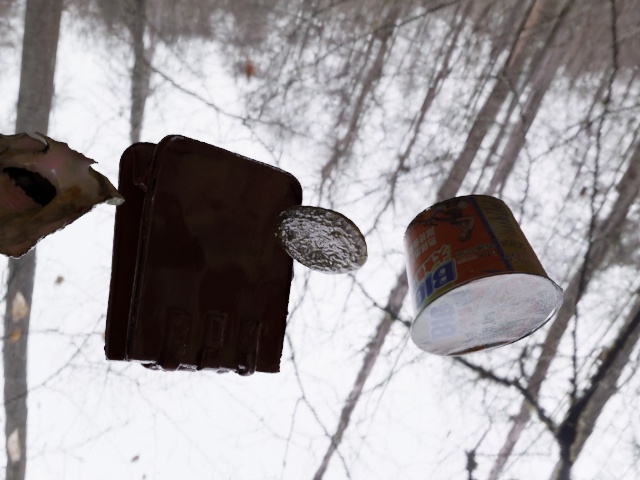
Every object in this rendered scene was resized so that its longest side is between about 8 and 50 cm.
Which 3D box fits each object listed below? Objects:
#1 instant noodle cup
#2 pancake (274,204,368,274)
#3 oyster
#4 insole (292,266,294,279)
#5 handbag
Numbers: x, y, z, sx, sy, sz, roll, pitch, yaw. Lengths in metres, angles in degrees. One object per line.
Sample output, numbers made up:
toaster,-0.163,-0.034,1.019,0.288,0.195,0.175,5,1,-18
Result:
instant noodle cup,0.288,0.061,1.592,0.296,0.296,0.214,4,-129,-22
pancake,0.000,0.001,0.931,0.115,0.115,0.011,23,-133,2
oyster,-0.309,-0.045,0.804,0.209,0.072,0.133,-36,-89,-33
insole,-0.100,0.049,1.136,0.004,0.064,0.188,-10,179,41
handbag,-0.137,0.026,1.012,0.084,0.275,0.260,-1,171,39
